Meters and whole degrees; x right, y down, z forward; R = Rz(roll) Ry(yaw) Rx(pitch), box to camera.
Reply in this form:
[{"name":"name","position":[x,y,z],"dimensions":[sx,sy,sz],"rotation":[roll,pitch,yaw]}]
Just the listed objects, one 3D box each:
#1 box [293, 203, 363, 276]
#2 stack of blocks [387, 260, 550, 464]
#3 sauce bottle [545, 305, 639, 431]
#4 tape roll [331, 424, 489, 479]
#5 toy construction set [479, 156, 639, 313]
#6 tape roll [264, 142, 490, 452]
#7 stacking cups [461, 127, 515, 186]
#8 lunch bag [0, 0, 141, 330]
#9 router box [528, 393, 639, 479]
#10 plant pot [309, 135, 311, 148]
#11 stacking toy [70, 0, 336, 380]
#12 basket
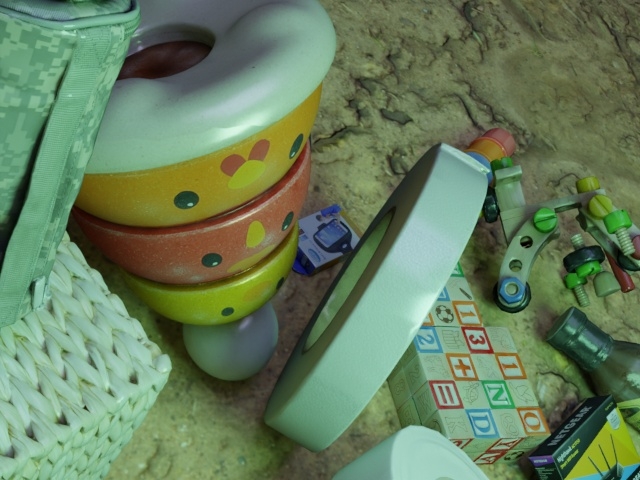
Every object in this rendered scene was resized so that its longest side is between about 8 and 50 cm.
[{"name":"box","position":[0.000,0.000,1.407],"dimensions":[0.136,0.028,0.081],"rotation":[-24,68,-44]},{"name":"stack of blocks","position":[0.180,0.160,1.334],"dimensions":[0.171,0.087,0.297],"rotation":[4,52,-29]},{"name":"sauce bottle","position":[0.498,0.233,1.450],"dimensions":[0.344,0.111,0.111],"rotation":[39,44,6]},{"name":"tape roll","position":[0.133,0.350,1.052],"dimensions":[0.286,0.100,0.286],"rotation":[43,22,-22]},{"name":"toy construction set","position":[0.381,-0.029,1.503],"dimensions":[0.309,0.257,0.237],"rotation":[11,57,-55]},{"name":"tape roll","position":[0.062,0.064,1.129],"dimensions":[0.072,0.392,0.392],"rotation":[32,44,-2]},{"name":"stacking cups","position":[0.243,-0.111,1.602],"dimensions":[0.096,0.096,0.316],"rotation":[39,43,4]},{"name":"lunch bag","position":[-0.270,-0.107,0.685],"dimensions":[0.256,0.305,0.212],"rotation":[44,35,21]},{"name":"router box","position":[0.371,0.312,1.316],"dimensions":[0.179,0.046,0.133],"rotation":[-29,95,-43]},{"name":"plant pot","position":[-0.131,-0.134,1.295],"dimensions":[0.272,0.271,0.255],"rotation":[31,28,-4]},{"name":"stacking toy","position":[-0.125,-0.028,1.069],"dimensions":[0.351,0.480,0.350],"rotation":[-8,39,6]},{"name":"basket","position":[-0.364,0.141,0.861],"dimensions":[0.328,0.331,0.266],"rotation":[48,40,15]}]
